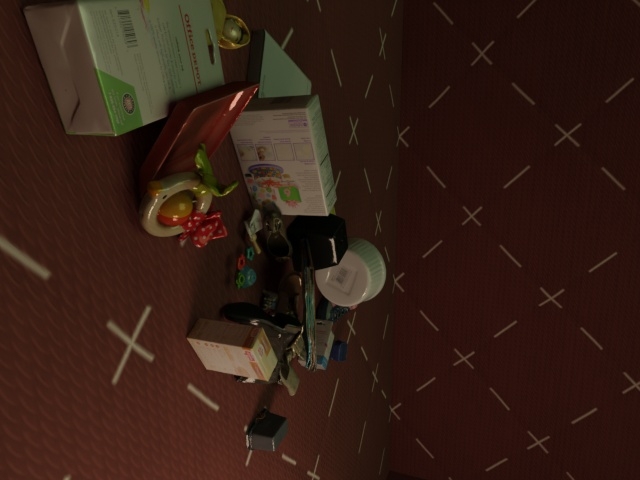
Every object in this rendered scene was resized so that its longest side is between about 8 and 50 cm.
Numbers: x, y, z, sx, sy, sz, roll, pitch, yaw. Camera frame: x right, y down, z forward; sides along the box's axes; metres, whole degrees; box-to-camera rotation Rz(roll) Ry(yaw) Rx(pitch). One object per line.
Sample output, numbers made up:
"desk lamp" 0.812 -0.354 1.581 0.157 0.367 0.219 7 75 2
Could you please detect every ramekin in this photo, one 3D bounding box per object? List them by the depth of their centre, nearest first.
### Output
"ramekin" 0.112 0.132 1.910 0.135 0.277 0.277 -22 114 -59

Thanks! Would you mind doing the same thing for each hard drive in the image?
"hard drive" -0.122 -0.467 1.497 0.353 0.047 0.232 16 78 -68

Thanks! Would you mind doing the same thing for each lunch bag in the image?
"lunch bag" 0.078 0.500 2.163 0.067 0.065 0.098 16 80 -52

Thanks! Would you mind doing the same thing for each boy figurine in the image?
"boy figurine" -0.263 -0.517 1.072 0.285 0.092 0.177 32 62 -63

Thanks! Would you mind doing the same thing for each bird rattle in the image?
"bird rattle" -0.294 -0.081 1.019 0.207 0.143 0.253 -19 156 -42

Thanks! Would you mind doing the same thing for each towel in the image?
"towel" -0.045 0.207 1.578 0.271 0.040 0.369 -108 -164 -70

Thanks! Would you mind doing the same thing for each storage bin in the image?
"storage bin" -0.166 0.609 1.524 0.135 0.091 0.098 -38 128 -63

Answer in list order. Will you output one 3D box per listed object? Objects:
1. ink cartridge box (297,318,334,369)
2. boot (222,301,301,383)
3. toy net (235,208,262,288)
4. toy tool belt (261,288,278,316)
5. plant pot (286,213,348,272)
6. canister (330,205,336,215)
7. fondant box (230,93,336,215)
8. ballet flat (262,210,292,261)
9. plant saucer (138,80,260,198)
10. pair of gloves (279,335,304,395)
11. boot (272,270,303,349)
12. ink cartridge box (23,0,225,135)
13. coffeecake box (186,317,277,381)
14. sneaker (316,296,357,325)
"ink cartridge box" -0.011 0.405 1.860 0.061 0.105 0.181 65 36 -52
"boot" -0.192 0.310 1.362 0.263 0.091 0.228 21 102 -27
"toy net" -0.215 0.022 1.359 0.122 0.045 0.232 16 77 -66
"toy tool belt" -0.170 0.200 1.511 0.051 0.052 0.083 18 69 -29
"plant pot" 0.000 0.000 1.732 0.188 0.167 0.187 -54 142 -52
"canister" 0.007 -0.133 1.852 0.169 0.074 0.126 75 28 -43
"fondant box" -0.102 -0.230 1.329 0.096 0.239 0.330 -63 149 -49
"ballet flat" -0.132 0.004 1.461 0.249 0.084 0.058 86 -8 -55
"plant saucer" -0.265 -0.228 1.000 0.048 0.258 0.259 44 35 -3
"pair of gloves" -0.113 0.406 1.689 0.204 0.042 0.240 64 31 -43
"boot" -0.094 0.217 1.497 0.165 0.077 0.213 -126 -128 -64
"ink cartridge box" -0.331 -0.342 0.887 0.353 0.119 0.207 -51 141 -55
"coffeecake box" -0.220 0.275 1.194 0.068 0.186 0.142 -65 151 -42
"sneaker" 0.083 0.281 2.041 0.319 0.131 0.112 -54 143 -53
